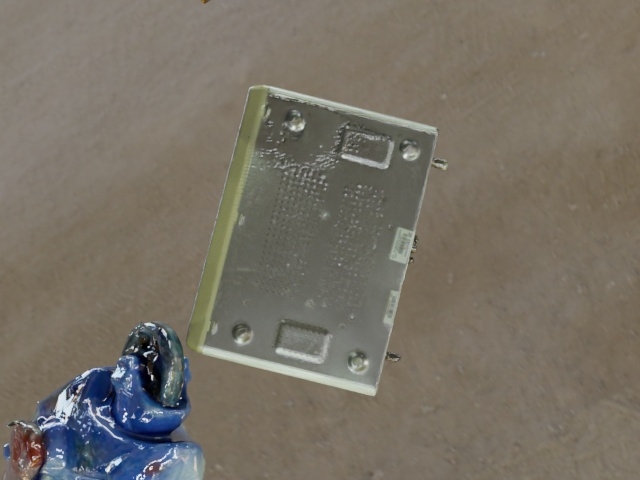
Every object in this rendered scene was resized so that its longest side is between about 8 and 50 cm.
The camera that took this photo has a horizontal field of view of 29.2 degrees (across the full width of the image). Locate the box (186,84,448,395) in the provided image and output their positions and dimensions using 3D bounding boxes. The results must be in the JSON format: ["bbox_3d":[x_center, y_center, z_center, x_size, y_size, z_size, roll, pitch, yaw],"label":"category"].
[{"bbox_3d":[0.000,0.000,1.185,0.211,0.045,0.270,15,84,-1],"label":"box"}]

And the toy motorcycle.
[{"bbox_3d":[-0.197,0.239,1.235,0.319,0.182,0.241,-38,85,44],"label":"toy motorcycle"}]

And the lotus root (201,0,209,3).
[{"bbox_3d":[-0.110,-0.313,1.076,0.199,0.180,0.188,-37,21,4],"label":"lotus root"}]
